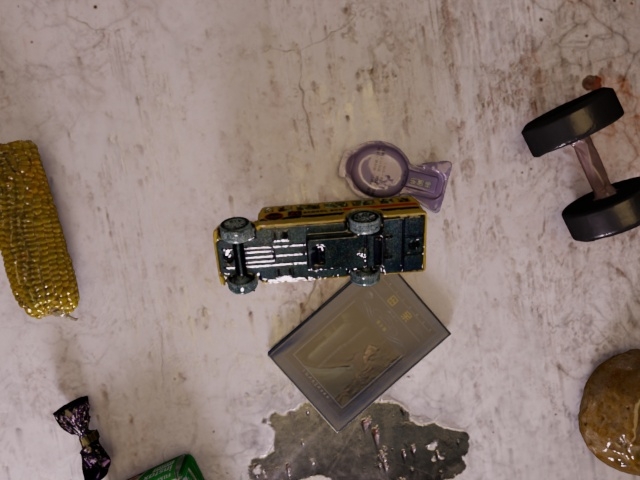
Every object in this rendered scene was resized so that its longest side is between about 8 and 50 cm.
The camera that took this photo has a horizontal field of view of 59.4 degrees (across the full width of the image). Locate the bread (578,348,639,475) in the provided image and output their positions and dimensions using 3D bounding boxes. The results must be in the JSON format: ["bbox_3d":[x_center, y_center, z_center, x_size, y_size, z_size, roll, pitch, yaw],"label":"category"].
[{"bbox_3d":[0.572,0.304,0.975,0.230,0.123,0.230,0,92,0],"label":"bread"}]

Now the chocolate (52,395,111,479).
[{"bbox_3d":[-0.399,0.342,0.963,0.070,0.072,0.147,-33,106,-41],"label":"chocolate"}]

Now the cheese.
[{"bbox_3d":[0.126,-0.111,0.965,0.191,0.042,0.105,15,94,-4],"label":"cheese"}]

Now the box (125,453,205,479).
[{"bbox_3d":[-0.255,0.509,0.954,0.180,0.103,0.250,-27,95,-2],"label":"box"}]

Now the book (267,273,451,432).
[{"bbox_3d":[0.068,0.181,0.988,0.269,0.025,0.191,-41,94,0],"label":"book"}]

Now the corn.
[{"bbox_3d":[-0.472,-0.006,0.913,0.101,0.101,0.310,-14,96,-2],"label":"corn"}]

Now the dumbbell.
[{"bbox_3d":[0.447,-0.123,0.926,0.152,0.152,0.218,-28,95,-1],"label":"dumbbell"}]

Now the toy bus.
[{"bbox_3d":[0.000,0.000,0.919,0.335,0.123,0.121,-4,119,-1],"label":"toy bus"}]
